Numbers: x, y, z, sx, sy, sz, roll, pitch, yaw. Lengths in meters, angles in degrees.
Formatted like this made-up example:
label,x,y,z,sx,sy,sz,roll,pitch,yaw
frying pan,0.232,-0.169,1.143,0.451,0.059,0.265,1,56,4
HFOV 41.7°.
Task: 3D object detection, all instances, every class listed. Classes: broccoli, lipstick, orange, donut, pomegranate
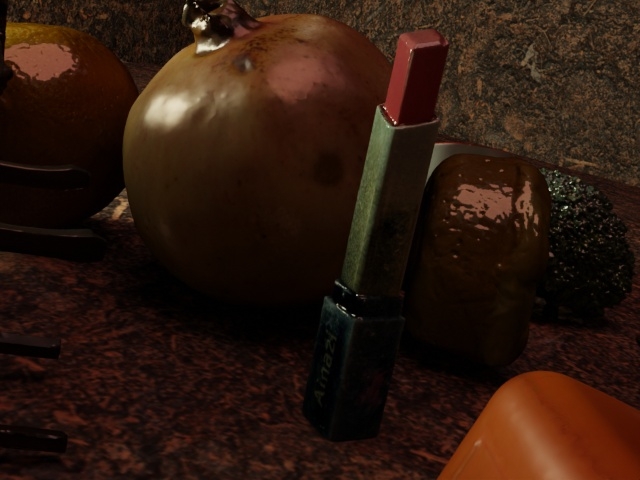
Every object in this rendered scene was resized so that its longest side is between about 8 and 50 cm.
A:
label,x,y,z,sx,sy,sz,roll,pitch,yaw
broccoli,0.282,0.003,1.087,0.226,0.176,0.198,-12,49,18
lipstick,0.044,-0.002,0.629,0.051,0.312,0.051,3,17,-28
orange,-0.338,-0.131,0.956,0.264,0.264,0.264,11,15,-3
donut,0.163,0.010,0.897,0.128,0.209,0.261,12,10,3
pomegranate,-0.054,-0.102,0.877,0.338,0.338,0.338,11,15,-3

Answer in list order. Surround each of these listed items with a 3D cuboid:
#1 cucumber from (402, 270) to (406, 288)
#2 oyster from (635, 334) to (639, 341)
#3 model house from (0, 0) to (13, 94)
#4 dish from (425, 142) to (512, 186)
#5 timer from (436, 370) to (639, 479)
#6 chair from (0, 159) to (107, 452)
label,x,y,z,sx,sy,sz,roll,pitch,yaw
cucumber,0.112,0.021,1.099,0.115,0.062,0.116,11,13,13
oyster,0.433,0.125,1.036,0.083,0.019,0.054,13,14,5
model house,-0.445,-0.123,0.776,0.297,0.317,0.282,-6,3,-36
dish,0.157,-0.060,1.237,0.256,0.117,0.256,-3,-7,0
timer,0.187,0.205,0.397,0.250,0.161,0.257,25,12,-11
chair,-0.310,0.029,0.511,0.319,0.186,0.160,8,20,-23
